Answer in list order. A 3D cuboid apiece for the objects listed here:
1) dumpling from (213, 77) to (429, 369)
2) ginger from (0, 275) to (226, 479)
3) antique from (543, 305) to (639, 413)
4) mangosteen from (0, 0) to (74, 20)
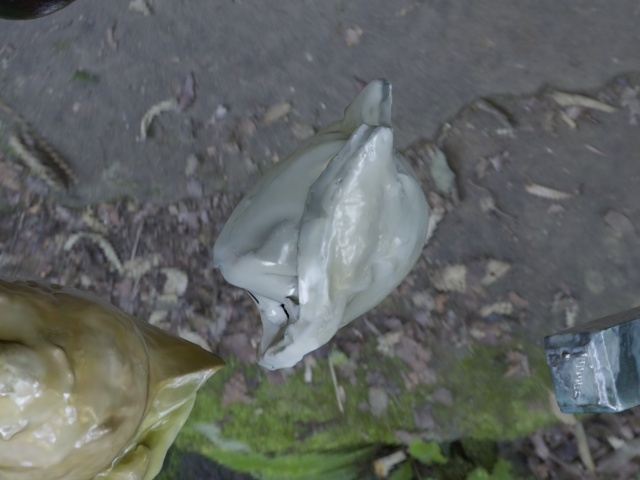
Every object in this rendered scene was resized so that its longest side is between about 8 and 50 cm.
[{"bbox_3d":[0.000,0.000,0.747,0.118,0.136,0.199,21,111,2],"label":"dumpling"},{"bbox_3d":[-0.163,0.052,0.579,0.115,0.193,0.122,-67,149,-20],"label":"ginger"},{"bbox_3d":[0.324,0.121,1.306,0.183,0.088,0.086,-13,88,-32],"label":"antique"},{"bbox_3d":[-0.213,-0.231,0.871,0.153,0.152,0.152,-2,107,-7],"label":"mangosteen"}]
